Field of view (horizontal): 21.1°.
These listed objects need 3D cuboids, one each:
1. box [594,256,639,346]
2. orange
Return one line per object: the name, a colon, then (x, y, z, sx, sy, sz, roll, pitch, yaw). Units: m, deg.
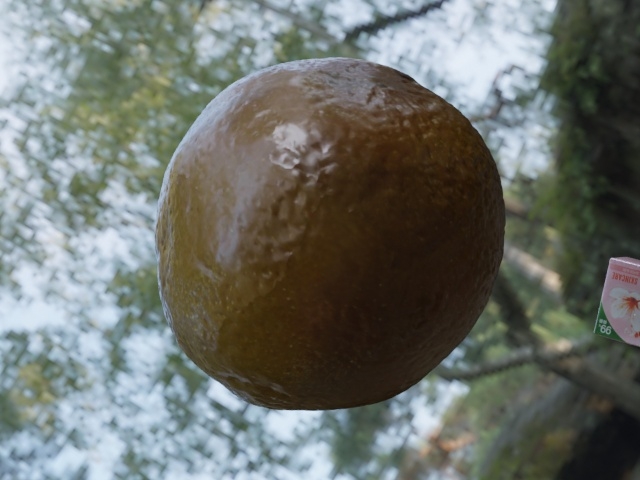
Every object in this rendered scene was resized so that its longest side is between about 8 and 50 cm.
box: (0.364, 0.073, 1.842, 0.043, 0.125, 0.089, 0, -79, -55)
orange: (0.000, 0.000, 1.219, 0.264, 0.264, 0.264, -37, -39, -36)
